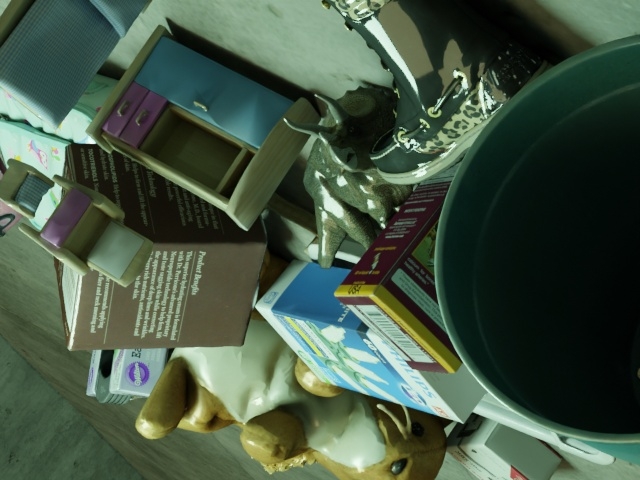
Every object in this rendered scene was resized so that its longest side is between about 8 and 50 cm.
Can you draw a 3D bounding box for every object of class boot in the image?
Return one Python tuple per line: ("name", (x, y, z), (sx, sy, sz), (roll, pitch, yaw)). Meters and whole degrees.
("boot", (0.066, -0.143, 1.160), (0.178, 0.085, 0.236), (44, 154, -12))

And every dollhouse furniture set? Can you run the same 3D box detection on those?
("dollhouse furniture set", (-0.183, -0.121, 1.354), (0.198, 0.286, 0.303), (29, 171, 26))

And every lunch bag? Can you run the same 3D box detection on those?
("lunch bag", (-0.299, -0.107, 1.817), (0.279, 0.108, 0.224), (17, 132, 44))

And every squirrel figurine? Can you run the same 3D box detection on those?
("squirrel figurine", (-0.011, 0.199, 1.935), (0.370, 0.281, 0.397), (28, 176, -3))

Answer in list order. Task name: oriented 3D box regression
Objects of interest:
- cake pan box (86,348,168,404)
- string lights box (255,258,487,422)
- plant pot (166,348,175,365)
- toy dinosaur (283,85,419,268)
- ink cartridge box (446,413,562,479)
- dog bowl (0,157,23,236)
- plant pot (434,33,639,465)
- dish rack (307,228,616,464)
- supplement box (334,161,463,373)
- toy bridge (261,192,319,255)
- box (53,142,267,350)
("cake pan box", (-0.262, 0.102, 2.086), (0.070, 0.267, 0.246), (11, 171, -16))
("string lights box", (0.057, 0.100, 1.542), (0.133, 0.077, 0.259), (49, 159, -26))
("plant pot", (-0.222, 0.166, 2.298), (0.187, 0.167, 0.188), (31, 159, 19))
("toy dinosaur", (0.044, -0.057, 1.406), (0.160, 0.121, 0.313), (50, 166, 2))
("ink cartridge box", (0.229, 0.270, 1.873), (0.099, 0.056, 0.135), (40, 161, -8))
("dog bowl", (-0.539, -0.150, 1.974), (0.408, 0.150, 0.408), (60, 173, 12))
("plant pot", (0.255, 0.038, 0.996), (0.271, 0.272, 0.255), (23, 172, 38))
("dish rack", (0.161, 0.097, 1.566), (0.333, 0.072, 0.285), (17, 153, 47))
("supplement box", (0.115, 0.008, 1.255), (0.104, 0.188, 0.081), (44, 162, -17))
("toy bridge", (0.000, 0.000, 1.709), (0.188, 0.026, 0.063), (39, 159, -2))
("box", (-0.183, 0.007, 1.634), (0.167, 0.203, 0.168), (-109, 26, -45))
